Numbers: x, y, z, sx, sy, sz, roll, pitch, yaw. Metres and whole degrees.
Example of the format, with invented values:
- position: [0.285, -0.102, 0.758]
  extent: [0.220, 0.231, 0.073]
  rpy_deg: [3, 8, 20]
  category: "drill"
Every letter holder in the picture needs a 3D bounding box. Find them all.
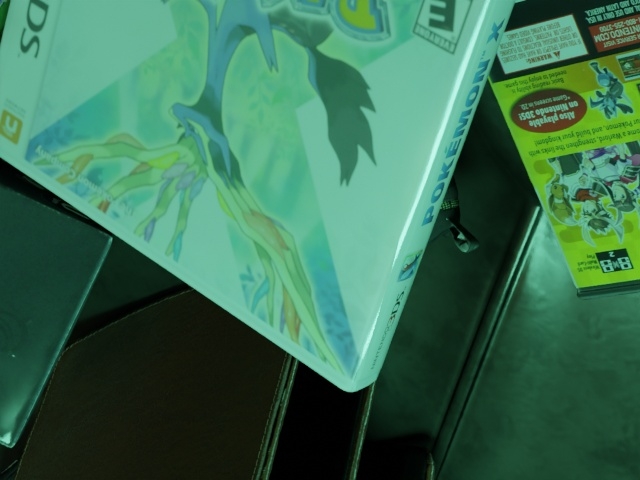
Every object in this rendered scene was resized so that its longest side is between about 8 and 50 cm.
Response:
- position: [-0.073, 0.156, 1.345]
  extent: [0.152, 0.214, 0.302]
  rpy_deg: [34, 143, -31]
  category: "letter holder"

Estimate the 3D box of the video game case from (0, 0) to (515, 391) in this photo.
- position: [-0.057, -0.114, 1.130]
  extent: [0.329, 0.036, 0.300]
  rpy_deg: [32, 121, 25]
  category: "video game case"

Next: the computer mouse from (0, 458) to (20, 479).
- position: [-0.212, 0.260, 1.570]
  extent: [0.184, 0.060, 0.262]
  rpy_deg: [50, 137, 2]
  category: "computer mouse"

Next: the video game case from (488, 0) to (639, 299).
- position: [0.212, -0.097, 1.008]
  extent: [0.274, 0.035, 0.248]
  rpy_deg: [-11, 110, 42]
  category: "video game case"

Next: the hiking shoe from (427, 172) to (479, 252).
- position: [0.000, 0.000, 1.187]
  extent: [0.227, 0.086, 0.114]
  rpy_deg: [-29, 74, 46]
  category: "hiking shoe"

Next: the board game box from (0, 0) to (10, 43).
- position: [-0.349, -0.232, 1.319]
  extent: [0.317, 0.046, 0.213]
  rpy_deg: [41, 133, -3]
  category: "board game box"

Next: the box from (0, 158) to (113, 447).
- position: [-0.295, 0.003, 1.296]
  extent: [0.270, 0.143, 0.165]
  rpy_deg: [25, 95, -8]
  category: "box"
